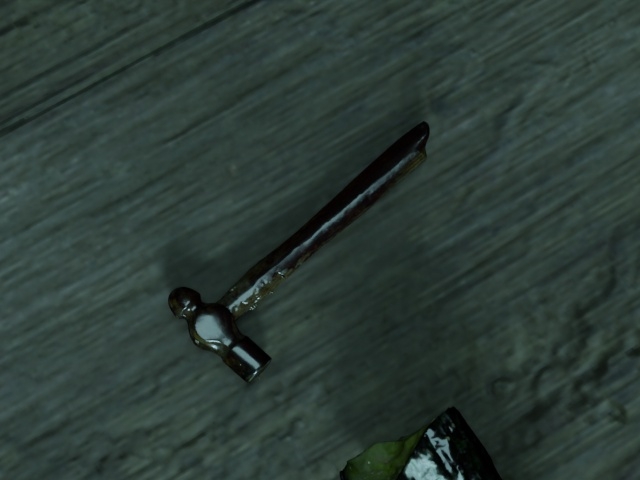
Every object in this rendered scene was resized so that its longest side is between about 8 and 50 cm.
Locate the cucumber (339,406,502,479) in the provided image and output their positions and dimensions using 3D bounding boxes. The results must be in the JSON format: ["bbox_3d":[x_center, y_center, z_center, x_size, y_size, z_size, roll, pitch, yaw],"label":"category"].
[{"bbox_3d":[0.110,0.228,0.945,0.081,0.072,0.303,-35,78,31],"label":"cucumber"}]

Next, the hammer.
[{"bbox_3d":[0.000,0.000,1.024,0.178,0.021,0.065,-42,83,-16],"label":"hammer"}]
